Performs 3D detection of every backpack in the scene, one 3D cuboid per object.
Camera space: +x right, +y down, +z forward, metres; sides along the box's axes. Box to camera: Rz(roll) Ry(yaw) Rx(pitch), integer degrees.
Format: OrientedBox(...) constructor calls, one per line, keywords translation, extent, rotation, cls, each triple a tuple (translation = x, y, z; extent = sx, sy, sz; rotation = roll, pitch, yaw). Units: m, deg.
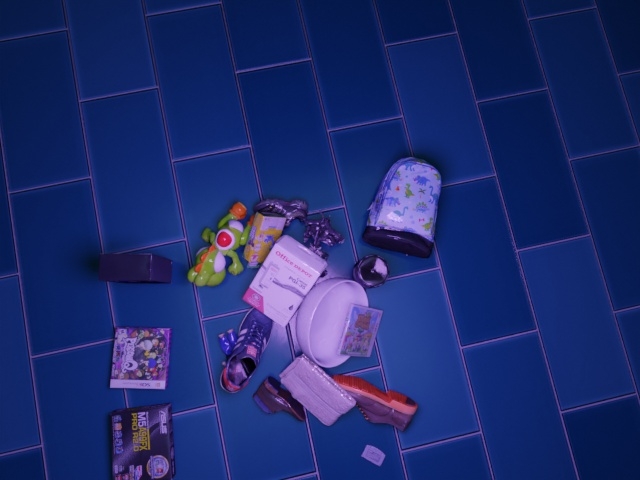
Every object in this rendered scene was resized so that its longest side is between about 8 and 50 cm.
OrientedBox(translation=(0.346, -0.147, 1.806), extent=(0.290, 0.273, 0.356), rotation=(17, 70, 7), cls="backpack")

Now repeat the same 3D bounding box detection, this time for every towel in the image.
OrientedBox(translation=(-0.018, 0.568, 1.724), extent=(0.282, 0.049, 0.187), rotation=(41, 125, 4), cls="towel")

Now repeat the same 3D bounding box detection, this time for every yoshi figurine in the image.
OrientedBox(translation=(-0.382, 0.039, 1.797), extent=(0.362, 0.203, 0.203), rotation=(-53, 128, -21), cls="yoshi figurine")

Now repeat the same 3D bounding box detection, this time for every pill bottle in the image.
OrientedBox(translation=(0.188, 0.124, 1.758), extent=(0.122, 0.219, 0.123), rotation=(0, 83, -2), cls="pill bottle")

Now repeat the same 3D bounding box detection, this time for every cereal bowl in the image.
OrientedBox(translation=(0.027, 0.295, 1.712), extent=(0.141, 0.339, 0.339), rotation=(13, 79, 42), cls="cereal bowl")

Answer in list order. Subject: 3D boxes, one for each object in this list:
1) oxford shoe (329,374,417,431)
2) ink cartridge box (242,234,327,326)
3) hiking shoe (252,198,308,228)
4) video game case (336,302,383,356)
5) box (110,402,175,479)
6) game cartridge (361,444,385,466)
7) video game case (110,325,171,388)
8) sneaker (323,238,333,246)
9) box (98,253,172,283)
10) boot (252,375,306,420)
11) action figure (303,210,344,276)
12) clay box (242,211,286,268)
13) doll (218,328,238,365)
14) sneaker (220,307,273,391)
OrientedBox(translation=(0.179, 0.624, 1.741), extent=(0.363, 0.130, 0.133), rotation=(20, 96, 7), cls="oxford shoe")
OrientedBox(translation=(-0.137, 0.153, 1.732), extent=(0.207, 0.117, 0.283), rotation=(34, 113, 3), cls="ink cartridge box")
OrientedBox(translation=(-0.161, -0.106, 1.841), extent=(0.226, 0.086, 0.114), rotation=(-1, 79, -3), cls="hiking shoe")
OrientedBox(translation=(0.153, 0.348, 1.743), extent=(0.023, 0.212, 0.194), rotation=(13, 85, 41), cls="video game case")
OrientedBox(translation=(-0.669, 0.768, 1.715), extent=(0.216, 0.060, 0.270), rotation=(-5, 83, -3), cls="box")
OrientedBox(translation=(0.207, 0.832, 1.767), extent=(0.083, 0.017, 0.056), rotation=(29, 86, 2), cls="game cartridge")
OrientedBox(translation=(-0.695, 0.454, 1.765), extent=(0.210, 0.042, 0.232), rotation=(3, 82, -3), cls="video game case")
OrientedBox(translation=(0.007, -0.010, 1.864), extent=(0.109, 0.040, 0.044), rotation=(44, 97, 8), cls="sneaker")
OrientedBox(translation=(-0.683, 0.109, 1.701), extent=(0.184, 0.261, 0.103), rotation=(-2, 82, -2), cls="box")
OrientedBox(translation=(-0.160, 0.635, 1.761), extent=(0.106, 0.082, 0.219), rotation=(-43, 90, 15), cls="boot")
OrientedBox(translation=(0.000, 0.000, 1.778), extent=(0.164, 0.141, 0.276), rotation=(22, 118, 12), cls="action figure")
OrientedBox(translation=(-0.224, 0.000, 1.776), extent=(0.053, 0.127, 0.222), rotation=(33, 110, 35), cls="clay box")
OrientedBox(translation=(-0.329, 0.444, 1.780), extent=(0.129, 0.046, 0.189), rotation=(-23, 84, -13), cls="doll")
OrientedBox(translation=(-0.260, 0.402, 1.708), extent=(0.131, 0.148, 0.350), rotation=(24, 68, -12), cls="sneaker")
